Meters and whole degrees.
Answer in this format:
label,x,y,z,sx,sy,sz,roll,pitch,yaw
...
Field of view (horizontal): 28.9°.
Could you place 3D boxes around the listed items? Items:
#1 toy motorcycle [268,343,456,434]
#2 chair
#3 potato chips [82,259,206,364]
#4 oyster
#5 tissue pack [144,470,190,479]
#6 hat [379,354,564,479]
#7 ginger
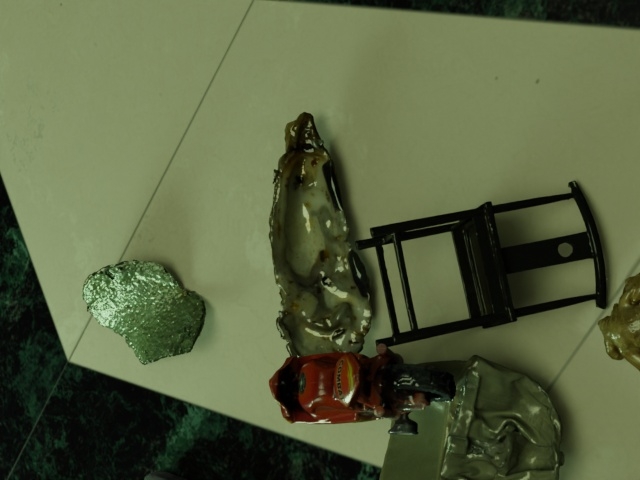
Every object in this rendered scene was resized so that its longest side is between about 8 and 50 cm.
label,x,y,z,sx,sy,sz,roll,pitch,yaw
toy motorcycle,0.038,0.183,1.514,0.298,0.171,0.089,-22,56,63
chair,0.188,0.033,1.475,0.260,0.141,0.155,-10,84,-9
potato chips,-0.261,0.114,1.848,0.228,0.059,0.167,33,117,25
oyster,-0.003,0.001,1.651,0.128,0.078,0.345,-9,84,15
tissue pack,-0.196,0.410,1.814,0.156,0.051,0.112,11,95,36
hat,0.182,0.252,1.523,0.244,0.149,0.214,167,114,-73
ginger,0.382,0.064,1.379,0.176,0.052,0.193,-25,78,29
